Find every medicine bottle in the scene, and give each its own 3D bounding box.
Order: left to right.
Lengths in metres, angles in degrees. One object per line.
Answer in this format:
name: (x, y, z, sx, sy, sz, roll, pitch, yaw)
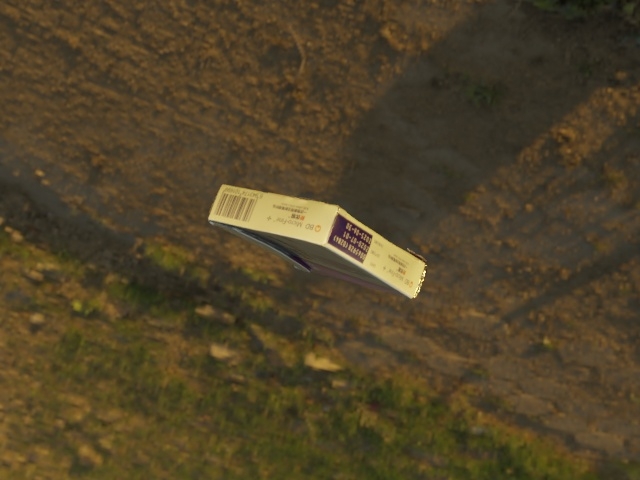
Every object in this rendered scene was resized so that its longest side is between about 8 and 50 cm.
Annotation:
medicine bottle: (0.000, 0.000, 1.095, 0.171, 0.052, 0.201, 12, 169, 35)
